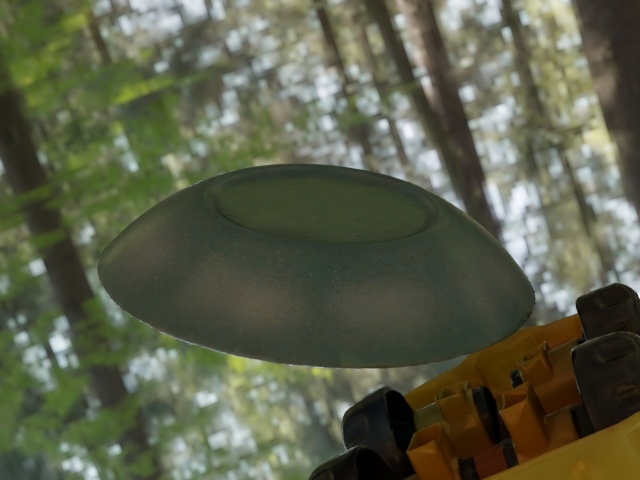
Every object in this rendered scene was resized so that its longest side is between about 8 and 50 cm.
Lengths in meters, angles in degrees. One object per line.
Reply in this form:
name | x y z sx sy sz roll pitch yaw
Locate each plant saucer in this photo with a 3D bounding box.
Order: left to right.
plant saucer | 0.000 0.000 0.793 0.195 0.037 0.195 5 -159 -2

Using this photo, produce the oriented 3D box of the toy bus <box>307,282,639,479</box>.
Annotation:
toy bus | 0.111 0.145 0.762 0.149 0.211 0.220 -27 -173 13
